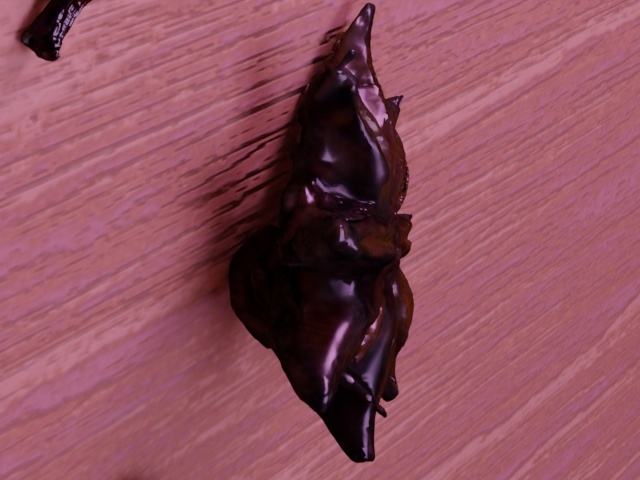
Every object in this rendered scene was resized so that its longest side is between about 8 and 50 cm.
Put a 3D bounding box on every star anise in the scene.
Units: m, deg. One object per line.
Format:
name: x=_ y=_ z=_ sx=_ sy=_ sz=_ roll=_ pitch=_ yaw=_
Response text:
star anise: x=0.000 y=0.000 z=1.068 sx=0.272 sy=0.102 sz=0.272 roll=1 pitch=90 yaw=-81

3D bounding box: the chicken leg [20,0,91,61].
chicken leg: x=-0.096 y=-0.149 z=0.821 sx=0.062 sy=0.037 sz=0.145 roll=-6 pitch=118 yaw=-35
